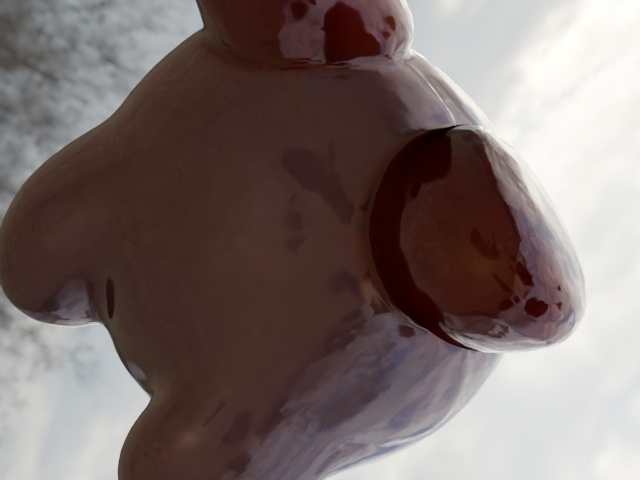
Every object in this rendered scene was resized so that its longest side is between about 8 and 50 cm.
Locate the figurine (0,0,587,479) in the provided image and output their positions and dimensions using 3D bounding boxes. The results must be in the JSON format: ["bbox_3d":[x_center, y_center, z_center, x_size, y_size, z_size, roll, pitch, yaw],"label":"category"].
[{"bbox_3d":[0.007,-0.005,0.929,0.261,0.211,0.270,-48,-114,29],"label":"figurine"}]
